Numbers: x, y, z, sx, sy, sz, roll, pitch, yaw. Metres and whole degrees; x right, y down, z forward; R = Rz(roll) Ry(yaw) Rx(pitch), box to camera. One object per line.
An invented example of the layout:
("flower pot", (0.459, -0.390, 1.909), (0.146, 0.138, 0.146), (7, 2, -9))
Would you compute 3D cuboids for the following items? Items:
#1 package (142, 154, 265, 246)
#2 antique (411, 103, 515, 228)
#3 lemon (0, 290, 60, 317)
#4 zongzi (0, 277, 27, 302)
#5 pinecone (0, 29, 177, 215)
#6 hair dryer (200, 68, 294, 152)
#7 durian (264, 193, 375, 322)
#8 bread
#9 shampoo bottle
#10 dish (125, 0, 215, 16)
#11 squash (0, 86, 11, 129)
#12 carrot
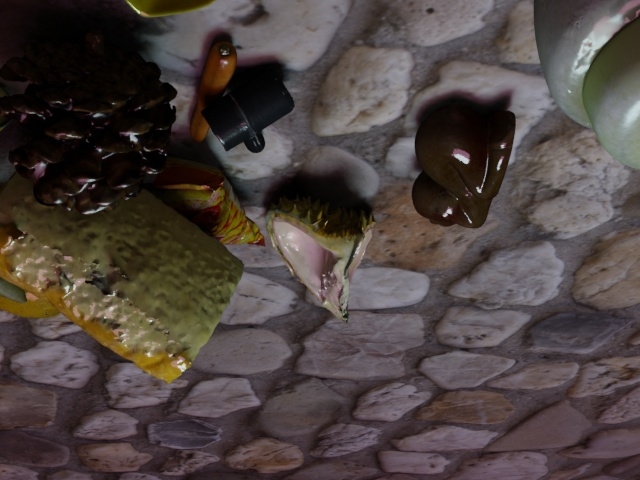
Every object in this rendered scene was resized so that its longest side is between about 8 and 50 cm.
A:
("package", (-0.221, -0.062, 1.779), (0.224, 0.108, 0.288), (7, 161, 13))
("antique", (0.213, -0.113, 1.716), (0.144, 0.121, 0.257), (5, 151, 0))
("lemon", (-0.497, 0.033, 1.838), (0.257, 0.188, 0.188), (30, 152, 9))
("zongzi", (-0.600, -0.018, 1.709), (0.251, 0.125, 0.274), (25, 158, 35))
("pinecone", (-0.306, -0.157, 1.458), (0.244, 0.243, 0.257), (-8, 133, 10))
("hair dryer", (-0.098, -0.172, 1.625), (0.124, 0.071, 0.219), (-31, 167, -4))
("durian", (-0.009, 0.001, 1.885), (0.196, 0.185, 0.305), (22, 161, 10))
("bread", (-0.322, 0.030, 1.626), (0.375, 0.236, 0.165), (37, 139, -10))
("shampoo bottle", (0.410, -0.264, 1.264), (0.323, 0.317, 0.322), (-10, 148, -6))
("dish", (-0.175, -0.352, 1.280), (0.149, 0.080, 0.208), (16, 148, -24))
("squash", (-0.530, -0.159, 1.596), (0.095, 0.095, 0.188), (16, 147, -31))
("carrot", (-0.161, -0.211, 1.581), (0.043, 0.043, 0.248), (6, 152, -15))
